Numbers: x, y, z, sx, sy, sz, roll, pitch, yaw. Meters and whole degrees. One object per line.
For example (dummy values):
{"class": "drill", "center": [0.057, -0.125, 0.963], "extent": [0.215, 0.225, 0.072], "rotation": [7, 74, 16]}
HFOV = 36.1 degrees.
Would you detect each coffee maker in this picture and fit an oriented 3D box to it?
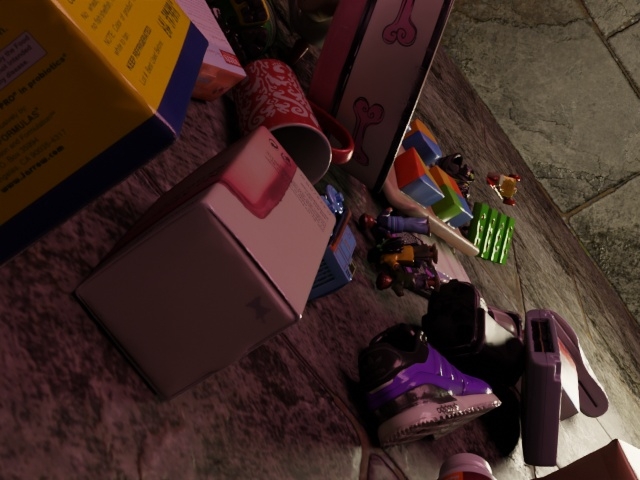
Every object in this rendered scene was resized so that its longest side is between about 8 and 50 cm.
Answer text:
{"class": "coffee maker", "center": [0.243, 0.163, 1.508], "extent": [0.178, 0.120, 0.171], "rotation": [30, 34, -52]}

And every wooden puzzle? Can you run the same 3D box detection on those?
{"class": "wooden puzzle", "center": [0.170, -0.153, 1.846], "extent": [0.322, 0.080, 0.347], "rotation": [27, 31, -55]}

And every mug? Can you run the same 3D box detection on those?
{"class": "mug", "center": [-0.047, -0.149, 1.308], "extent": [0.150, 0.113, 0.169], "rotation": [32, 26, -38]}

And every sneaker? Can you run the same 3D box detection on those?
{"class": "sneaker", "center": [0.527, 0.265, 2.117], "extent": [0.258, 0.094, 0.091], "rotation": [62, 1, 1]}
{"class": "sneaker", "center": [-0.172, -0.413, 1.424], "extent": [0.343, 0.134, 0.146], "rotation": [65, 12, -4]}
{"class": "sneaker", "center": [0.134, 0.172, 1.254], "extent": [0.293, 0.102, 0.146], "rotation": [14, 46, -63]}
{"class": "sneaker", "center": [0.307, -0.128, 2.177], "extent": [0.067, 0.078, 0.188], "rotation": [42, 27, -40]}

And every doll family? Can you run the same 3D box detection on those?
{"class": "doll family", "center": [0.116, 0.013, 1.487], "extent": [0.193, 0.111, 0.076], "rotation": [-93, -177, -65]}

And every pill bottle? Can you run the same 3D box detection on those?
{"class": "pill bottle", "center": [0.171, 0.320, 1.141], "extent": [0.086, 0.086, 0.152], "rotation": [51, 19, -18]}

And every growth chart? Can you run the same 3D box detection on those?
{"class": "growth chart", "center": [0.228, 0.046, 1.803], "extent": [0.237, 0.021, 0.172], "rotation": [32, 32, -52]}

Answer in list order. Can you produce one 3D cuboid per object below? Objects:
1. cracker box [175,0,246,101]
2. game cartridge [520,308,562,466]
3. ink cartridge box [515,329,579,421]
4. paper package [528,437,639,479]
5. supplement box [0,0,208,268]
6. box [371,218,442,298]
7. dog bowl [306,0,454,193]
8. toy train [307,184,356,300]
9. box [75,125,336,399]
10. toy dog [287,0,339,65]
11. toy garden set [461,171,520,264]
{"class": "cracker box", "center": [-0.202, -0.291, 1.215], "extent": [0.232, 0.067, 0.156], "rotation": [61, 20, 13]}
{"class": "game cartridge", "center": [0.360, 0.245, 1.614], "extent": [0.294, 0.060, 0.196], "rotation": [-50, 138, -74]}
{"class": "ink cartridge box", "center": [0.430, 0.247, 1.892], "extent": [0.134, 0.078, 0.231], "rotation": [56, 19, -6]}
{"class": "paper package", "center": [0.494, 0.501, 1.520], "extent": [0.309, 0.168, 0.324], "rotation": [31, 31, -55]}
{"class": "supplement box", "center": [-0.272, -0.189, 0.690], "extent": [0.356, 0.195, 0.194], "rotation": [49, 20, -24]}
{"class": "box", "center": [0.147, 0.034, 1.615], "extent": [0.162, 0.029, 0.116], "rotation": [25, 37, -55]}
{"class": "dog bowl", "center": [0.090, -0.285, 1.476], "extent": [0.150, 0.407, 0.408], "rotation": [20, 23, 1]}
{"class": "toy train", "center": [0.000, 0.000, 1.245], "extent": [0.105, 0.080, 0.184], "rotation": [63, 15, -12]}
{"class": "box", "center": [-0.092, 0.010, 0.886], "extent": [0.126, 0.149, 0.232], "rotation": [53, 19, -12]}
{"class": "toy dog", "center": [-0.043, -0.421, 1.747], "extent": [0.220, 0.161, 0.333], "rotation": [43, 9, -29]}
{"class": "toy garden set", "center": [0.368, -0.061, 2.142], "extent": [0.244, 0.049, 0.203], "rotation": [16, 86, -62]}
